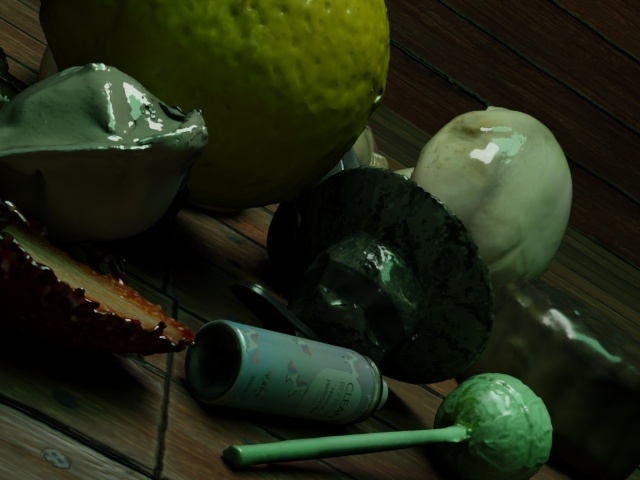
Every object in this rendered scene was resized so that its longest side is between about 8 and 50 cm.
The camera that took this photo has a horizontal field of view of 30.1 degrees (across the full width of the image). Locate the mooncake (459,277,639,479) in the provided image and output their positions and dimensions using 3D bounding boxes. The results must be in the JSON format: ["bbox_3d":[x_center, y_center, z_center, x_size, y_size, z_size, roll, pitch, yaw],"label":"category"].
[{"bbox_3d":[0.320,0.169,1.548,0.290,0.161,0.290,32,12,-8],"label":"mooncake"}]

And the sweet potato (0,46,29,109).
[{"bbox_3d":[-0.325,-0.139,1.208,0.310,0.098,0.124,52,38,-14],"label":"sweet potato"}]

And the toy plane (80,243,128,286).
[{"bbox_3d":[-0.191,0.043,1.062,0.060,0.037,0.145,29,16,-38],"label":"toy plane"}]

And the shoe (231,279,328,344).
[{"bbox_3d":[-0.039,0.103,1.177,0.062,0.053,0.159,-4,-44,48],"label":"shoe"}]

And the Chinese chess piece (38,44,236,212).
[{"bbox_3d":[-0.202,-0.178,1.562,0.338,0.140,0.338,34,15,-10],"label":"Chinese chess piece"}]

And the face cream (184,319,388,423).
[{"bbox_3d":[-0.019,0.126,1.095,0.229,0.075,0.075,17,22,-48],"label":"face cream"}]

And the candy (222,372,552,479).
[{"bbox_3d":[0.078,0.186,1.109,0.440,0.119,0.119,6,30,-49],"label":"candy"}]

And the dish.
[{"bbox_3d":[0.000,0.000,1.440,0.273,0.134,0.273,-18,90,-84],"label":"dish"}]

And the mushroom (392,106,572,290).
[{"bbox_3d":[0.240,-0.028,1.816,0.315,0.356,0.315,8,60,-14],"label":"mushroom"}]

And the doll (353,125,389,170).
[{"bbox_3d":[0.000,-0.178,1.997,0.256,0.152,0.196,22,31,-54],"label":"doll"}]

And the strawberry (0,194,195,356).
[{"bbox_3d":[-0.196,0.052,0.919,0.208,0.087,0.167,39,-3,-14],"label":"strawberry"}]

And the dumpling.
[{"bbox_3d":[-0.231,-0.056,1.042,0.204,0.293,0.163,-57,136,-47],"label":"dumpling"}]

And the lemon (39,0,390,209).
[{"bbox_3d":[-0.112,-0.211,1.242,0.387,0.349,0.350,22,18,-24],"label":"lemon"}]

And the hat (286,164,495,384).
[{"bbox_3d":[0.043,0.068,1.233,0.265,0.265,0.128,38,48,14],"label":"hat"}]
